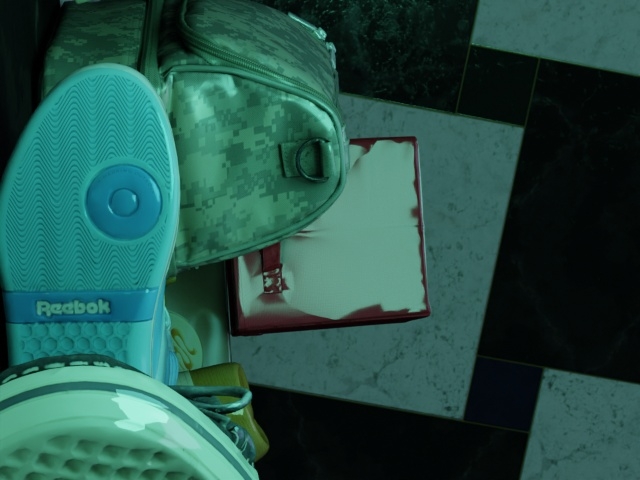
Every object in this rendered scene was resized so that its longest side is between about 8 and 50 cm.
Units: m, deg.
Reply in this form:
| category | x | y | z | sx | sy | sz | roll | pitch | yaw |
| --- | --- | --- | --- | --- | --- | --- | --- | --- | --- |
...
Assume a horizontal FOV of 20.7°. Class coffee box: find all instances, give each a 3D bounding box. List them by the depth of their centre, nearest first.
| category | x | y | z | sx | sy | sz | roll | pitch | yaw |
| --- | --- | --- | --- | --- | --- | --- | --- | --- | --- |
| coffee box | -0.161 | 0.053 | 1.764 | 0.098 | 0.141 | 0.247 | -102 | -170 | -78 |

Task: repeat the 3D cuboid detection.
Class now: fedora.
| category | x | y | z | sx | sy | sz | roll | pitch | yaw |
| --- | --- | --- | --- | --- | --- | --- | --- | --- | --- |
| fedora | -0.097 | 0.169 | 1.645 | 0.194 | 0.079 | 0.194 | 161 | -90 | -86 |

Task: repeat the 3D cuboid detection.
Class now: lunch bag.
| category | x | y | z | sx | sy | sz | roll | pitch | yaw |
| --- | --- | --- | --- | --- | --- | --- | --- | --- | --- |
| lunch bag | -0.105 | -0.104 | 1.539 | 0.305 | 0.256 | 0.213 | -98 | -174 | -71 |

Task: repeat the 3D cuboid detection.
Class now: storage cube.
| category | x | y | z | sx | sy | sz | roll | pitch | yaw |
| --- | --- | --- | --- | --- | --- | --- | --- | --- | --- |
| storage cube | 0.000 | 0.000 | 1.787 | 0.215 | 0.193 | 0.184 | 139 | -53 | -82 |

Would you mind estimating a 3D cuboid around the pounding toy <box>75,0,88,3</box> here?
| category | x | y | z | sx | sy | sz | roll | pitch | yaw |
| --- | --- | --- | --- | --- | --- | --- | --- | --- | --- |
| pounding toy | -0.201 | -0.278 | 1.484 | 0.141 | 0.100 | 0.130 | -98 | 171 | -50 |

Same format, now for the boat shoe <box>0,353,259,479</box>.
| category | x | y | z | sx | sy | sz | roll | pitch | yaw |
| --- | --- | --- | --- | --- | --- | --- | --- | --- | --- |
| boat shoe | -0.115 | 0.156 | 0.987 | 0.500 | 0.186 | 0.156 | 74 | -1 | -66 |

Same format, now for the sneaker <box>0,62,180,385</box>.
| category | x | y | z | sx | sy | sz | roll | pitch | yaw |
| --- | --- | --- | --- | --- | --- | --- | --- | --- | --- |
| sneaker | -0.160 | 0.024 | 1.261 | 0.208 | 0.127 | 0.319 | -90 | -172 | -79 |
